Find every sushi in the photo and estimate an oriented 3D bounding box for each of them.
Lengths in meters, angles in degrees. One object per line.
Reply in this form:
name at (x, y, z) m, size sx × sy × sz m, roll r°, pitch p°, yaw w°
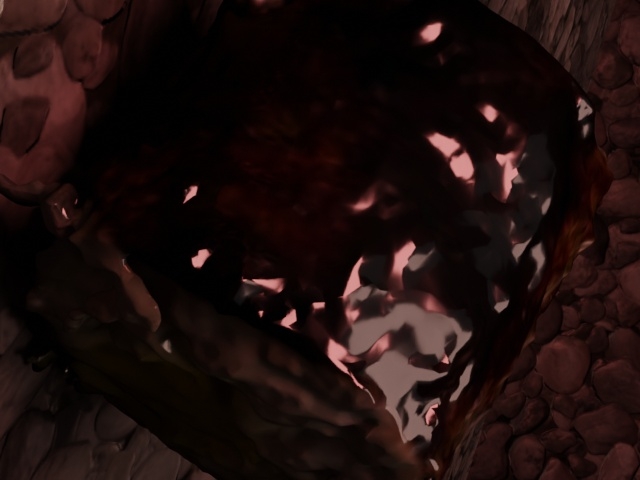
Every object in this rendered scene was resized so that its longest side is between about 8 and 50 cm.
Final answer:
sushi at (0.000, 0.002, 0.795) m, size 0.294 × 0.281 × 0.299 m, roll -53°, pitch 161°, yaw -28°

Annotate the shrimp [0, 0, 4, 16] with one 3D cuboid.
shrimp at (-0.133, -0.157, 0.472) m, size 0.137 × 0.172 × 0.372 m, roll 20°, pitch 81°, yaw -75°
